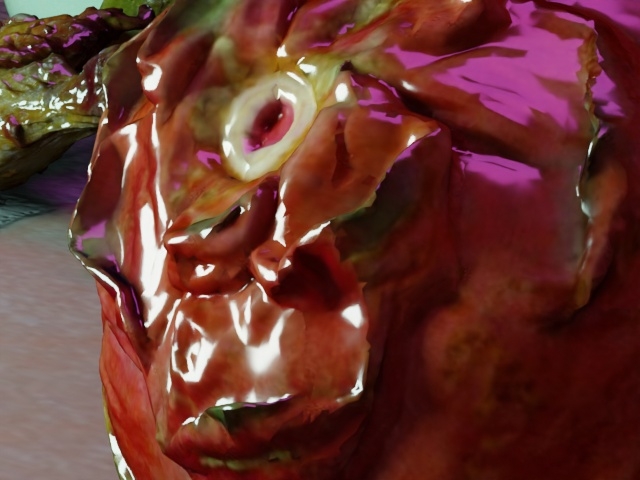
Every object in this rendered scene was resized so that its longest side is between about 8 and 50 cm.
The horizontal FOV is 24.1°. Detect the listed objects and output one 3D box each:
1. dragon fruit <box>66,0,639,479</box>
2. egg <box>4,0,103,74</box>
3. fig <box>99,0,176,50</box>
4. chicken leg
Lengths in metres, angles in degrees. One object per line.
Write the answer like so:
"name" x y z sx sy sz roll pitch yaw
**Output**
"dragon fruit" 0.049 0.014 0.446 0.241 0.241 0.252 13 7 19
"egg" -0.137 -0.193 1.138 0.230 0.168 0.168 11 17 22
"fig" -0.076 -0.146 1.008 0.133 0.185 0.126 11 -14 41
"chicken leg" -0.173 -0.088 0.873 0.177 0.083 0.322 -23 20 -4
